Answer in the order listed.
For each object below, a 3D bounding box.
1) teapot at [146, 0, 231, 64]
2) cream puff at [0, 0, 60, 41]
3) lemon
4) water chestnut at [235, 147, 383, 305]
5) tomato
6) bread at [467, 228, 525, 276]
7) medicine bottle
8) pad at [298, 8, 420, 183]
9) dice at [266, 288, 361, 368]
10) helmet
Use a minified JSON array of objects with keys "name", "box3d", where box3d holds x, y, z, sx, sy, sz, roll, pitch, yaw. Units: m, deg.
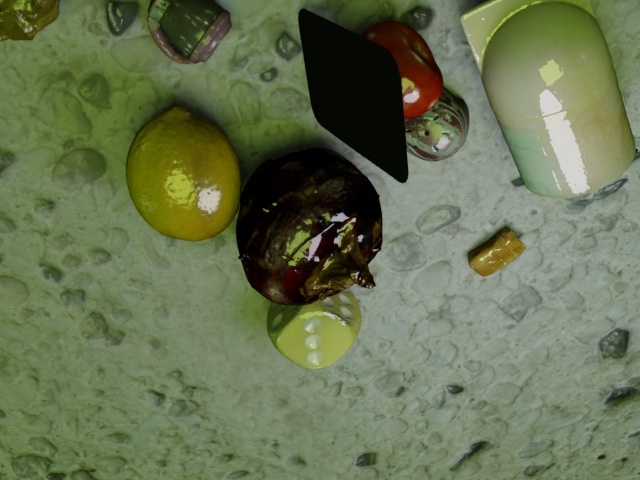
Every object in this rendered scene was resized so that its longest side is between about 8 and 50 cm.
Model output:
[{"name":"teapot","box3d":[-0.251,-0.408,1.395,0.146,0.148,0.116,36,78,-13]},{"name":"cream puff","box3d":[-0.569,-0.459,1.274,0.281,0.185,0.282,-4,125,-6]},{"name":"lemon","box3d":[-0.271,-0.124,1.494,0.235,0.236,0.263,-24,100,11]},{"name":"water chestnut","box3d":[0.000,0.000,1.528,0.335,0.347,0.335,-35,147,-27]},{"name":"tomato","box3d":[0.144,-0.319,1.419,0.136,0.195,0.195,-35,120,28]},{"name":"bread","box3d":[0.413,0.030,1.756,0.132,0.053,0.074,-36,119,20]},{"name":"medicine bottle","box3d":[0.436,-0.303,1.428,0.235,0.236,0.406,-25,122,11]},{"name":"pad","box3d":[0.072,-0.305,1.344,0.063,0.375,0.315,-23,127,-18]},{"name":"dice","box3d":[-0.015,0.183,1.751,0.166,0.169,0.169,32,115,-24]},{"name":"helmet","box3d":[0.227,-0.231,1.538,0.176,0.107,0.153,21,122,-18]}]
